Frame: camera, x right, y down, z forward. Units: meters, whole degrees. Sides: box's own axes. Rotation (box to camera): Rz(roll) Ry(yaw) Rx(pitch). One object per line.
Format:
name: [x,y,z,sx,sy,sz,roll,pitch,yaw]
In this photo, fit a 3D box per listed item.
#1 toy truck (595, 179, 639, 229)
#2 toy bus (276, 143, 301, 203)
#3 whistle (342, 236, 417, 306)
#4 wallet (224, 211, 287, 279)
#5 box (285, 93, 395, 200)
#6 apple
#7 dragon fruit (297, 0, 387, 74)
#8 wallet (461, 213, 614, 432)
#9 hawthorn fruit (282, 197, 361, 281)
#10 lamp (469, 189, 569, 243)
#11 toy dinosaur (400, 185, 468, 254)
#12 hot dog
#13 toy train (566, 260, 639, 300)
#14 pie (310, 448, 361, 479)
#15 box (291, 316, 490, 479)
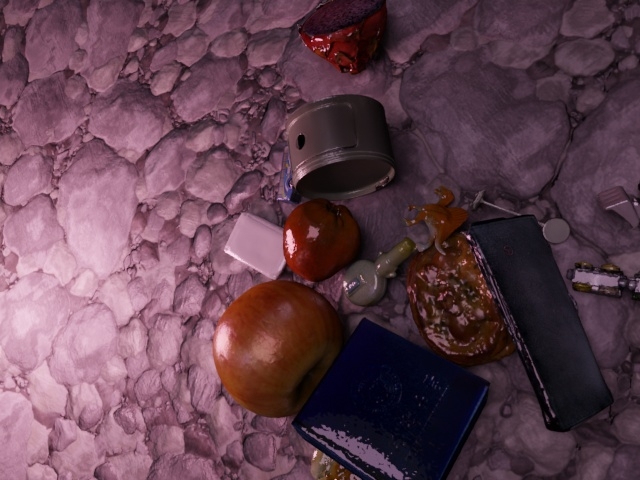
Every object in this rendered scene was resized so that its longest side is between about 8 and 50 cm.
toy truck: [0.646,-0.075,0.921,0.286,0.136,0.111,-14,103,26]
toy bus: [-0.068,-0.167,1.310,0.061,0.051,0.152,1,79,31]
whistle: [0.124,0.064,1.140,0.198,0.057,0.104,-44,56,30]
wallet: [-0.148,0.011,1.316,0.183,0.032,0.124,25,89,25]
box: [0.043,-0.197,1.166,0.226,0.226,0.149,-15,72,21]
apple: [-0.087,0.222,1.112,0.233,0.286,0.285,32,93,34]
dragon fruit: [0.071,-0.486,1.284,0.224,0.148,0.218,5,50,35]
wallet: [0.395,0.132,0.951,0.046,0.191,0.378,-39,64,53]
hawthorn fruit: [0.000,0.000,1.177,0.189,0.189,0.189,-6,76,23]
lamp: [0.404,-0.048,1.083,0.199,0.056,0.050,26,88,16]
toy dinosaur: [0.250,-0.034,1.084,0.143,0.057,0.212,-24,39,-10]
hot dog: [0.279,0.110,1.049,0.196,0.122,0.271,-21,72,22]
toy train: [0.554,0.079,0.956,0.203,0.081,0.060,8,80,33]
pie: [0.106,0.509,1.058,0.258,0.105,0.274,1,79,10]
box: [0.136,0.328,1.016,0.279,0.116,0.261,25,63,26]
